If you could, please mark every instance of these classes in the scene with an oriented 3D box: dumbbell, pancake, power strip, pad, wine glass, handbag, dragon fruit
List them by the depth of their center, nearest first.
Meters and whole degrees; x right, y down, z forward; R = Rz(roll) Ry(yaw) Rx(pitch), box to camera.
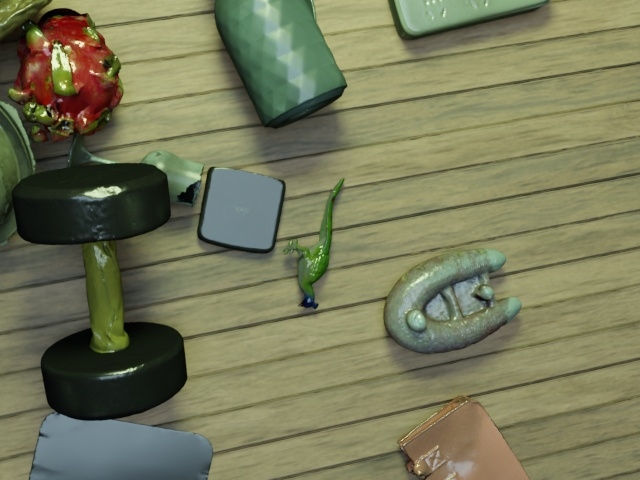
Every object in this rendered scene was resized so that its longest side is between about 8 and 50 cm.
[{"bbox_3d":[-0.299,0.065,1.155,0.204,0.204,0.322,-6,105,-9],"label":"dumbbell"},{"bbox_3d":[-0.468,-0.325,1.172,0.242,0.242,0.050,-28,135,-8],"label":"pancake"},{"bbox_3d":[-0.366,-0.230,1.188,0.160,0.166,0.172,-30,55,22],"label":"dragon fruit"},{"bbox_3d":[-0.276,-0.106,1.256,0.195,0.079,0.079,14,88,-7],"label":"wine glass"},{"bbox_3d":[-0.311,0.369,1.285,0.267,0.004,0.181,12,87,-9],"label":"pad"},{"bbox_3d":[0.238,0.375,1.345,0.157,0.059,0.212,-34,93,-9],"label":"handbag"},{"bbox_3d":[0.232,-0.446,1.349,0.265,0.059,0.193,-16,92,-8],"label":"power strip"}]

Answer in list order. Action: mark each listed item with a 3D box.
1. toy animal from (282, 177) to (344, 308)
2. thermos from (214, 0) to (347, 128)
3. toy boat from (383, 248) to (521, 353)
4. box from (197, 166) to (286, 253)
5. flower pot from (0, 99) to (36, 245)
[{"bbox_3d":[-0.015,-0.002,1.313,0.075,0.041,0.217,14,86,-27],"label":"toy animal"},{"bbox_3d":[-0.069,-0.328,1.265,0.182,0.145,0.286,-27,93,-40],"label":"thermos"},{"bbox_3d":[0.211,0.100,1.329,0.227,0.085,0.155,-18,93,-9],"label":"toy boat"},{"bbox_3d":[-0.125,-0.047,1.308,0.126,0.027,0.125,11,91,-10],"label":"box"},{"bbox_3d":[-0.554,-0.068,1.079,0.290,0.259,0.290,4,115,10],"label":"flower pot"}]
